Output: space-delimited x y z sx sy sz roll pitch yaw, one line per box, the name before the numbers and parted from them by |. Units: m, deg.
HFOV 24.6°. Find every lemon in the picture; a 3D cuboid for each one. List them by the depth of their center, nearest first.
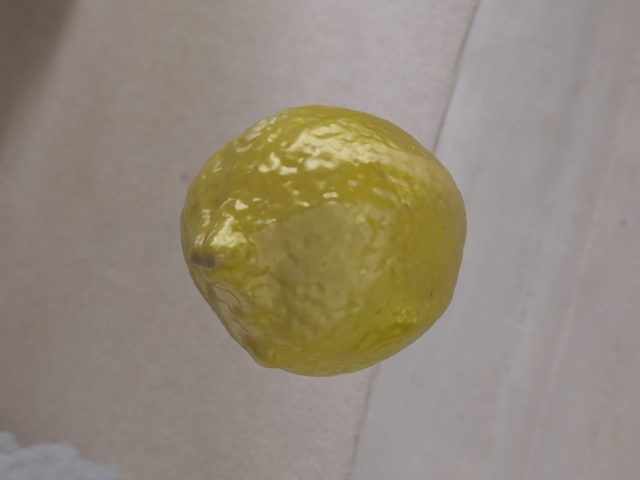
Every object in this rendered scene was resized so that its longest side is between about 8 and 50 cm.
lemon | 0.000 0.000 0.349 0.065 0.092 0.065 3 95 38
